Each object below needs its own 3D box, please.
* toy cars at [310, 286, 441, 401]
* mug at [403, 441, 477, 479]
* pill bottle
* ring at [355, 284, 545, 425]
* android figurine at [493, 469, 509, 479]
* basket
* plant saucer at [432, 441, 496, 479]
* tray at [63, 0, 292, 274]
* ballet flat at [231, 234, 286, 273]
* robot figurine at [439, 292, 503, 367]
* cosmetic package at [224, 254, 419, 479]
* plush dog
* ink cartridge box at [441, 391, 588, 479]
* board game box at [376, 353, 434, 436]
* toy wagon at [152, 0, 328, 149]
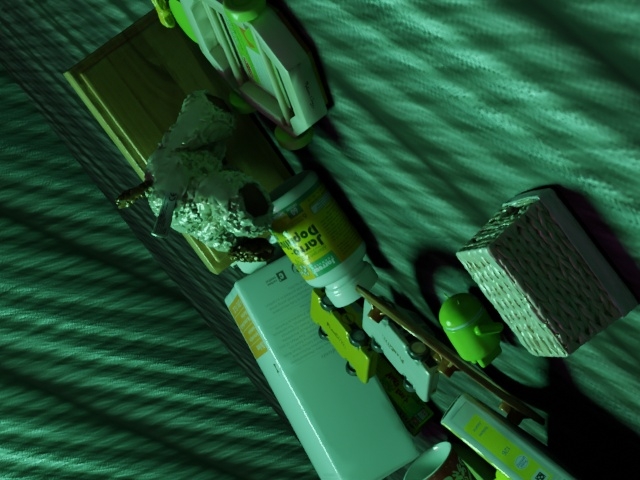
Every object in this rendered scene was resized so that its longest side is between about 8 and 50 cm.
[{"bbox_3d":[0.106,0.162,2.046,0.393,0.087,0.177,5,116,64],"label":"toy cars"},{"bbox_3d":[0.257,0.461,2.191,0.169,0.150,0.113,49,129,-8],"label":"mug"},{"bbox_3d":[0.000,0.000,1.905,0.208,0.117,0.117,55,165,-13],"label":"pill bottle"},{"bbox_3d":[0.182,0.173,1.726,0.336,0.032,0.336,35,180,0],"label":"ring"},{"bbox_3d":[0.388,0.477,2.032,0.248,0.056,0.273,56,162,-20],"label":"android figurine"},{"bbox_3d":[0.245,0.040,1.310,0.167,0.103,0.113,51,166,-5],"label":"basket"},{"bbox_3d":[0.311,0.474,2.279,0.241,0.037,0.241,47,165,16],"label":"plant saucer"},{"bbox_3d":[-0.216,-0.168,1.964,0.411,0.202,0.076,54,169,-13],"label":"tray"},{"bbox_3d":[-0.137,0.024,2.403,0.095,0.096,0.280,53,165,-6],"label":"ballet flat"},{"bbox_3d":[0.211,0.123,1.676,0.115,0.067,0.101,57,166,-20],"label":"robot figurine"},{"bbox_3d":[-0.006,0.260,2.303,0.453,0.161,0.230,61,166,6],"label":"cosmetic package"},{"bbox_3d":[-0.174,-0.062,1.821,0.225,0.210,0.262,46,-163,-59],"label":"plush dog"},{"bbox_3d":[0.351,0.357,1.653,0.307,0.072,0.303,40,-179,41],"label":"ink cartridge box"},{"bbox_3d":[0.143,0.298,2.336,0.181,0.043,0.092,47,164,15],"label":"board game box"},{"bbox_3d":[-0.124,-0.285,1.691,0.344,0.068,0.267,40,161,38],"label":"toy wagon"}]
